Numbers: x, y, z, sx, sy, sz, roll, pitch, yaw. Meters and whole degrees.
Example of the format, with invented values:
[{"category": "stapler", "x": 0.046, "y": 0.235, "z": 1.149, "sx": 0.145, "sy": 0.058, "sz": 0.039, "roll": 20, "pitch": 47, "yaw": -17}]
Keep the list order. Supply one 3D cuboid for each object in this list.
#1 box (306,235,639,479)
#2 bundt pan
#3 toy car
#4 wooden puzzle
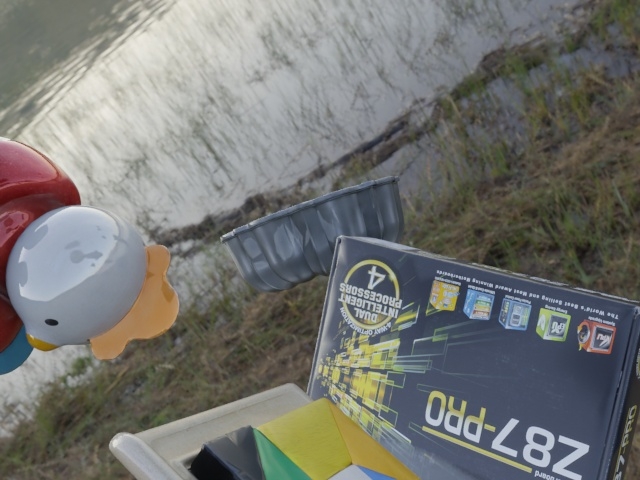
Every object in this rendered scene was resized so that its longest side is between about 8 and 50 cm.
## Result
[{"category": "box", "x": 0.167, "y": 0.184, "z": 0.889, "sx": 0.394, "sy": 0.097, "sz": 0.318, "roll": 15, "pitch": 97, "yaw": 37}, {"category": "bundt pan", "x": 0.000, "y": 0.000, "z": 1.278, "sx": 0.330, "sy": 0.124, "sz": 0.331, "roll": -20, "pitch": -2, "yaw": -1}, {"category": "toy car", "x": -0.230, "y": 0.038, "z": 0.600, "sx": 0.238, "sy": 0.219, "sz": 0.210, "roll": 21, "pitch": 73, "yaw": 21}, {"category": "wooden puzzle", "x": 0.020, "y": 0.164, "z": 0.436, "sx": 0.221, "sy": 0.238, "sz": 0.044, "roll": 37, "pitch": 99, "yaw": 21}]
